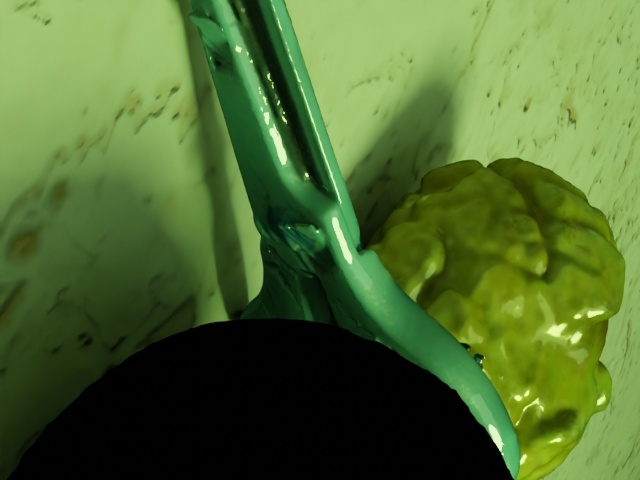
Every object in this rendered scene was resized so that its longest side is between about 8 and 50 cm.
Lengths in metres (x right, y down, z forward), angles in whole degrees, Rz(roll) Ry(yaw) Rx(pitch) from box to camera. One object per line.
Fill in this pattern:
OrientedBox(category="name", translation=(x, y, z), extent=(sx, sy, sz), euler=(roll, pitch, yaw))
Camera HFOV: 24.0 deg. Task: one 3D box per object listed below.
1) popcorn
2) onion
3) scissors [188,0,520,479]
OrientedBox(category="popcorn", translation=(0.088, 0.061, 0.964), extent=(0.203, 0.200, 0.226), euler=(129, -39, -68))
OrientedBox(category="onion", translation=(-0.033, 0.190, 0.639), extent=(0.336, 0.282, 0.260), euler=(-54, 158, -27))
OrientedBox(category="scissors", translation=(0.000, 0.000, 0.730), extent=(0.032, 0.180, 0.393), euler=(-49, 140, -30))
